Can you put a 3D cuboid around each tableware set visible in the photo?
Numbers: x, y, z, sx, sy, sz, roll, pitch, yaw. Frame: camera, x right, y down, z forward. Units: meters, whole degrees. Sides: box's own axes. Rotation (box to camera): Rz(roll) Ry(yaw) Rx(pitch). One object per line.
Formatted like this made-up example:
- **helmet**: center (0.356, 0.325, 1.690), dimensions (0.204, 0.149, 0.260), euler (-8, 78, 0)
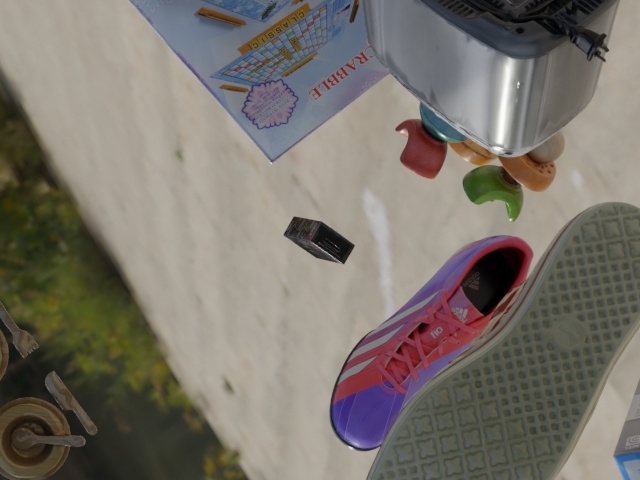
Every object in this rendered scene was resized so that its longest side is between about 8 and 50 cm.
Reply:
- **tableware set**: center (-0.327, 0.158, 1.522), dimensions (0.194, 0.128, 0.039), euler (53, 171, -3)

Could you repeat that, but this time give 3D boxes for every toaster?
- **toaster**: center (0.124, -0.163, 1.093), dimensions (0.227, 0.129, 0.146), euler (42, 157, 26)

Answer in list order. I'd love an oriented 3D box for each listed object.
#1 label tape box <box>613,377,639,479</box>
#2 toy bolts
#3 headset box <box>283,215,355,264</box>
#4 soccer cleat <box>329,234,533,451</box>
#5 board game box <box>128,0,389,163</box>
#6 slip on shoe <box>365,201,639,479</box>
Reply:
- **label tape box**: center (0.557, 0.320, 2.241), dimensions (0.249, 0.115, 0.347), euler (64, -152, -15)
- **toy bolts**: center (0.237, -0.172, 2.234), dimensions (0.158, 0.228, 0.218), euler (-49, 34, 32)
- **headset box**: center (0.000, 0.000, 1.956), dimensions (0.062, 0.032, 0.083), euler (35, 170, -29)
- **soccer cleat**: center (0.129, 0.111, 1.757), dimensions (0.108, 0.318, 0.116), euler (44, 161, -1)
- **board game box**: center (-0.025, -0.290, 1.617), dimensions (0.318, 0.319, 0.066), euler (49, -171, -34)
- **slip on shoe**: center (0.152, 0.114, 1.176), dimensions (0.123, 0.331, 0.101), euler (37, 167, 4)
